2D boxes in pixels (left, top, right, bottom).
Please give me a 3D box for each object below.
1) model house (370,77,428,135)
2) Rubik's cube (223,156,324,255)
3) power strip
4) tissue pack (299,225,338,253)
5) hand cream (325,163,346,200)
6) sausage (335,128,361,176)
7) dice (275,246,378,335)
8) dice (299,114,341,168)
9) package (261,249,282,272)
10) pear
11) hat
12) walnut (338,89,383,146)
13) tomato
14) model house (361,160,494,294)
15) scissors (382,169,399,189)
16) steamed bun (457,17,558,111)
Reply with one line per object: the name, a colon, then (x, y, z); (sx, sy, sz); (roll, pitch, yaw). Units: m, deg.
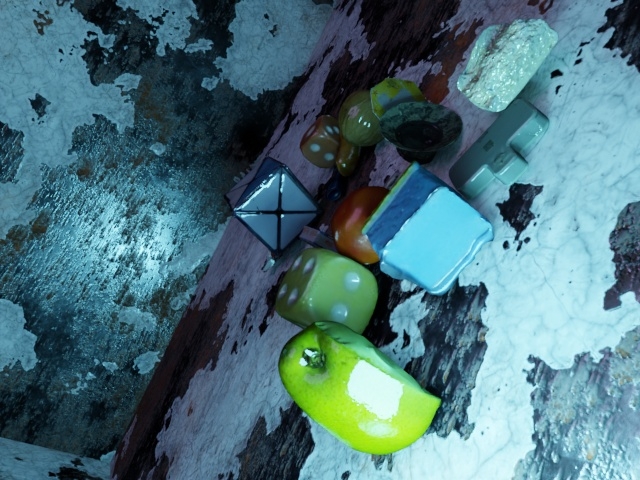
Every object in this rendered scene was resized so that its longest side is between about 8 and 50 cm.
model house: (0.244, -0.437, 1.522); (0.207, 0.219, 0.136); (-48, 11, -18)
Rubik's cube: (-0.212, -0.167, 1.983); (0.305, 0.310, 0.307); (-45, 26, 0)
power strip: (0.444, -0.210, 1.099); (0.265, 0.059, 0.194); (-49, 23, 28)
tissue pack: (0.000, 0.000, 1.690); (0.065, 0.115, 0.155); (-63, 25, -4)
hand cream: (0.080, -0.283, 1.919); (0.120, 0.061, 0.271); (-44, 21, 43)
sausage: (0.120, -0.383, 1.874); (0.108, 0.108, 0.271); (-36, 34, 44)
dice: (0.014, 0.167, 1.354); (0.238, 0.226, 0.233); (-7, 55, 63)
dice: (0.020, -0.450, 2.044); (0.174, 0.179, 0.174); (-35, 28, 37)
package: (-0.207, 0.030, 2.140); (0.194, 0.071, 0.270); (-36, 21, 39)
pear: (0.045, 0.327, 1.026); (0.239, 0.317, 0.342); (-59, 22, -5)
hat: (0.304, -0.313, 1.388); (0.129, 0.265, 0.266); (89, -177, -47)
walnut: (0.175, -0.476, 1.749); (0.228, 0.227, 0.228); (-45, 29, 33)
tomato: (0.139, -0.049, 1.391); (0.260, 0.179, 0.260); (-43, 33, 37)
model house: (0.238, -0.053, 1.127); (0.237, 0.215, 0.303); (-53, 29, 17)
scissors: (0.185, -0.131, 1.577); (0.300, 0.022, 0.109); (-51, 30, 20)
steamed bun: (0.461, -0.450, 1.151); (0.226, 0.170, 0.200); (-56, 0, 12)
